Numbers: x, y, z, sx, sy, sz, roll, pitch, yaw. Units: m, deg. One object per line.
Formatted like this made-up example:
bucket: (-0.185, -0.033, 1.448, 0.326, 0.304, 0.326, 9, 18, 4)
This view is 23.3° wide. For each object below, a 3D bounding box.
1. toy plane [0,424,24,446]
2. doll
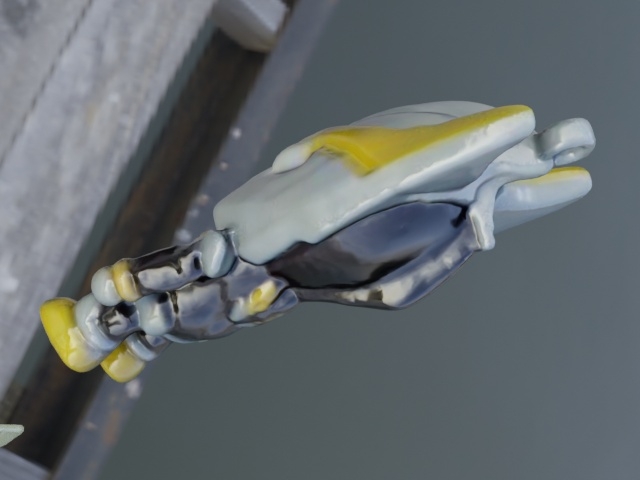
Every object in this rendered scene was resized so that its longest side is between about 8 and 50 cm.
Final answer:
toy plane: (-0.259, 0.141, 0.685, 0.256, 0.104, 0.242, -25, 162, 1)
doll: (0.001, 0.000, 0.851, 0.145, 0.316, 0.103, 49, 22, -45)
